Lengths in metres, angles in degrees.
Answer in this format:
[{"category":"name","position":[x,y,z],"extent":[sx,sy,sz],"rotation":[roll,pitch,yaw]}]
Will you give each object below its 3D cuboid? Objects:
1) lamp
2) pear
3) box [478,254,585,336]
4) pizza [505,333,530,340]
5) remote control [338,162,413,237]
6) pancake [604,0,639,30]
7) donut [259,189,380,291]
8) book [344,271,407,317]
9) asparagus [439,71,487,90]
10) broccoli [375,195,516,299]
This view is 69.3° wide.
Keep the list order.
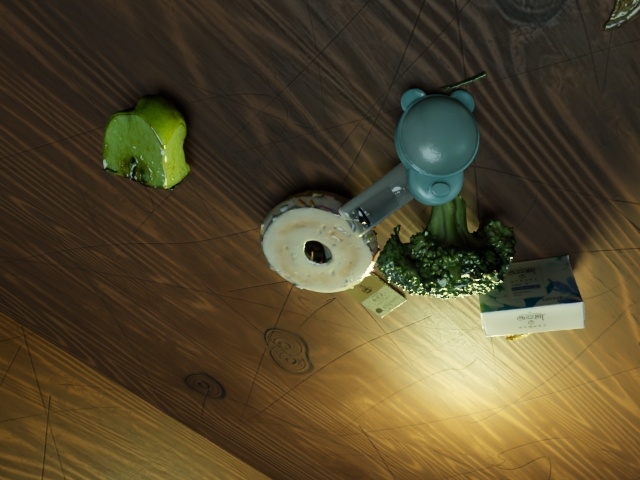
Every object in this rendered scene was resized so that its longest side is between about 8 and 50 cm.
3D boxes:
[{"category":"lamp","position":[0.290,-0.231,1.160],"extent":[0.210,0.147,0.283],"rotation":[1,108,-5]},{"category":"pear","position":[-0.508,-0.301,1.341],"extent":[0.239,0.164,0.255],"rotation":[17,125,13]},{"category":"box","position":[0.623,0.168,1.399],"extent":[0.275,0.203,0.116],"rotation":[-10,124,21]},{"category":"pizza","position":[0.681,0.278,1.576],"extent":[0.131,0.041,0.178],"rotation":[40,126,-16]},{"category":"remote control","position":[0.206,-0.131,1.285],"extent":[0.313,0.055,0.109],"rotation":[-36,116,0]},{"category":"pancake","position":[0.618,-0.545,0.960],"extent":[0.191,0.020,0.184],"rotation":[24,130,-5]},{"category":"donut","position":[0.000,0.000,1.457],"extent":[0.384,0.142,0.382],"rotation":[6,129,8]},{"category":"book","position":[0.188,0.189,1.641],"extent":[0.199,0.016,0.138],"rotation":[37,127,-15]},{"category":"asparagus","position":[0.353,-0.391,1.148],"extent":[0.115,0.014,0.015],"rotation":[-15,88,23]},{"category":"broccoli","position":[0.369,0.043,1.324],"extent":[0.339,0.277,0.317],"rotation":[35,98,31]}]
